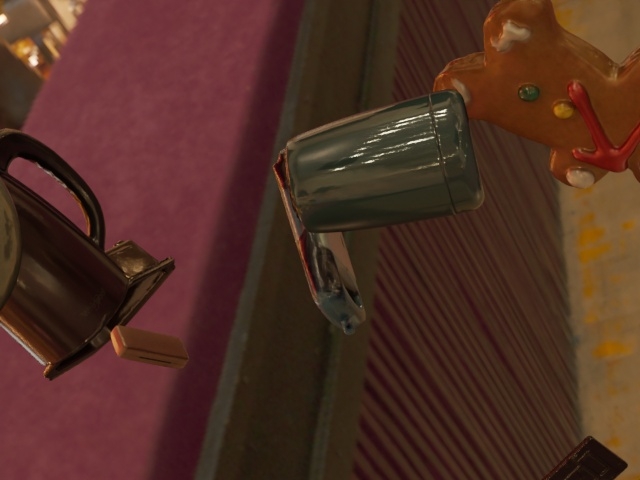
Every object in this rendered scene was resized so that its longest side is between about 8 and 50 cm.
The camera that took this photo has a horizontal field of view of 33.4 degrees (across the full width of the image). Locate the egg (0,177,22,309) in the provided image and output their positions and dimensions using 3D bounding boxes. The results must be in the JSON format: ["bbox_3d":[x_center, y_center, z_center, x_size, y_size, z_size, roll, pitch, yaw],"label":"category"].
[{"bbox_3d":[-0.405,-0.022,0.905,0.229,0.371,0.230,-8,67,19],"label":"egg"}]

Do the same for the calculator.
[{"bbox_3d":[0.000,0.000,1.524,0.051,0.173,0.293,-20,68,8],"label":"calculator"}]

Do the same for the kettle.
[{"bbox_3d":[-0.335,-0.002,1.226,0.144,0.232,0.202,-1,45,54],"label":"kettle"}]

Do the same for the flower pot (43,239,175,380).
[{"bbox_3d":[-0.338,0.092,1.599,0.251,0.084,0.179,-47,-7,31],"label":"flower pot"}]

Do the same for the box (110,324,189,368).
[{"bbox_3d":[-0.234,0.147,1.465,0.025,0.115,0.048,-51,48,20],"label":"box"}]

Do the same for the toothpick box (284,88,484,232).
[{"bbox_3d":[0.060,-0.072,1.040,0.184,0.120,0.120,-11,42,10],"label":"toothpick box"}]

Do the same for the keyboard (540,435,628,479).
[{"bbox_3d":[0.226,0.285,1.104,0.204,0.061,0.013,-48,21,14],"label":"keyboard"}]

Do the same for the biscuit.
[{"bbox_3d":[0.305,-0.138,1.169,0.216,0.339,0.047,-52,13,49],"label":"biscuit"}]
